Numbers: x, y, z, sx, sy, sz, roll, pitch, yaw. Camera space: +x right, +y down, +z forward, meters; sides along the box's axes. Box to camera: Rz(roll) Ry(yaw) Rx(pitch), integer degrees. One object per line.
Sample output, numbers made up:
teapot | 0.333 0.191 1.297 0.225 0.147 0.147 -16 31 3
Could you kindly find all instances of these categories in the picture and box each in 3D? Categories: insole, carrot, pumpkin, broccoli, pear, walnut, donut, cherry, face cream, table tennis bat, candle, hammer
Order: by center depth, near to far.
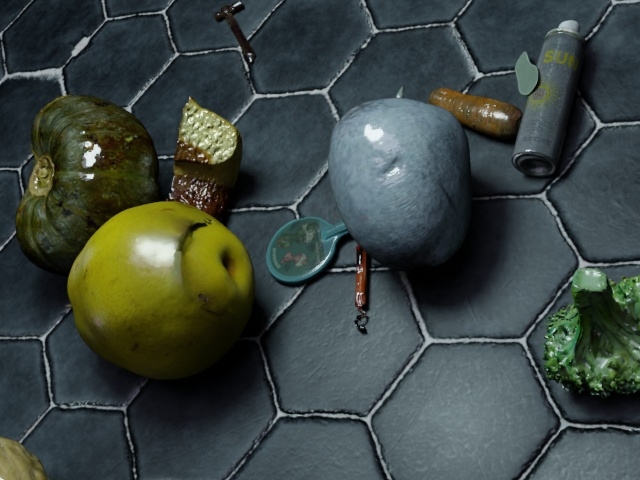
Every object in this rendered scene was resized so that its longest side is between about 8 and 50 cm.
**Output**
broccoli | 0.380 0.110 1.514 0.220 0.194 0.194 24 71 42
cherry | 0.126 -0.095 1.736 0.218 0.255 0.296 -13 70 8
walnut | -0.513 0.402 1.760 0.198 0.198 0.245 -48 48 -10
pear | -0.265 0.090 1.803 0.336 0.285 0.285 -40 48 19
candle | 0.064 0.067 1.805 0.021 0.026 0.167 -12 54 24
face cream | 0.372 -0.235 1.826 0.073 0.073 0.283 4 60 28
insole | 0.337 -0.274 1.865 0.053 0.002 0.152 -60 13 27
carrot | 0.254 -0.212 1.880 0.186 0.060 0.060 22 70 38
table tennis bat | 0.000 0.000 1.880 0.201 0.033 0.124 -27 52 14
donut | -0.207 -0.090 1.980 0.112 0.151 0.295 18 94 7
pumpkin | -0.372 -0.085 1.984 0.232 0.242 0.325 11 93 37
hammer | -0.158 -0.410 2.239 0.065 0.021 0.178 -30 51 4
